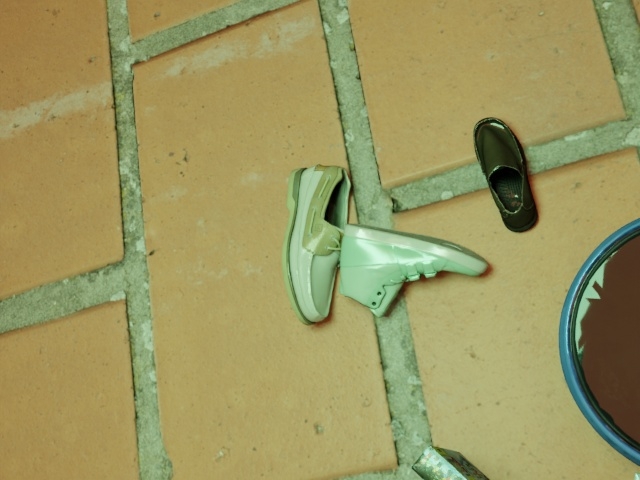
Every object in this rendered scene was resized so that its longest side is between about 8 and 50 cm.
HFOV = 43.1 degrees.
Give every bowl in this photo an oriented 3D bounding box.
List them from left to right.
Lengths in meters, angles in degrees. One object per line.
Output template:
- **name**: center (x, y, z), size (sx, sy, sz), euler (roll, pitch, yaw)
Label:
- **bowl**: center (0.524, 0.138, 1.109), size (0.391, 0.077, 0.391), euler (-4, 79, 23)

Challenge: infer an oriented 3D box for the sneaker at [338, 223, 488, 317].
- **sneaker**: center (0.156, 0.066, 1.415), size (0.256, 0.094, 0.151), euler (12, 98, 12)

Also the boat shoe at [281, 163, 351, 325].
- **boat shoe**: center (0.000, 0.000, 1.469), size (0.103, 0.113, 0.302), euler (-10, 70, 25)

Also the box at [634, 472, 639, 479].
- **box**: center (0.548, 0.409, 1.181), size (0.178, 0.042, 0.109), euler (6, 77, 22)

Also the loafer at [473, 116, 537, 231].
- **loafer**: center (0.321, -0.125, 1.403), size (0.080, 0.078, 0.220), euler (-23, 68, 13)

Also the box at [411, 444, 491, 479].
- **box**: center (0.232, 0.379, 1.204), size (0.159, 0.233, 0.044), euler (40, 90, 26)
